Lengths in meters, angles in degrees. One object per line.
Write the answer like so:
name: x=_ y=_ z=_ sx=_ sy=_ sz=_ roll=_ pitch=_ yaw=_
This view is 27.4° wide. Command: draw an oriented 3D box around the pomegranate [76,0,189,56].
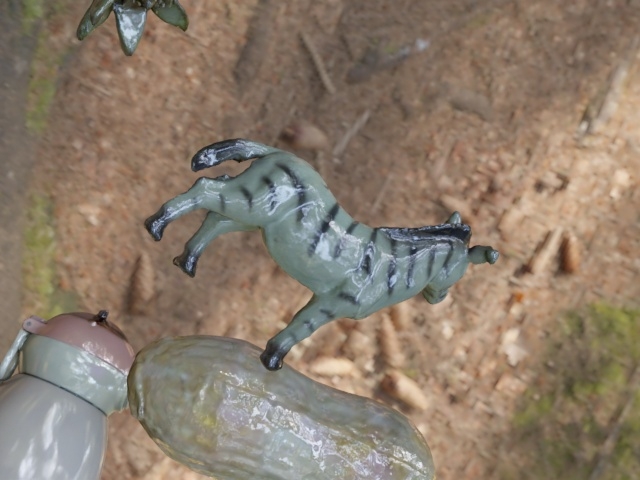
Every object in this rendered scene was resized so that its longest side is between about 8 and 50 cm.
pomegranate: x=-0.144 y=-0.246 z=1.004 sx=0.131 sy=0.191 sz=0.152 roll=-5 pitch=162 yaw=-4

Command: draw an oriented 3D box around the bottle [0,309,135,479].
bottle: x=-0.265 y=0.176 z=1.289 sx=0.147 sy=0.147 sz=0.237 roll=48 pitch=61 yaw=-48

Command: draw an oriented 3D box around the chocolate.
chocolate: x=-0.032 y=0.178 z=1.211 sx=0.309 sy=0.134 sz=0.134 roll=25 pitch=94 yaw=-9

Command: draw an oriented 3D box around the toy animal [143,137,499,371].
toy animal: x=0.002 y=0.002 z=0.906 sx=0.176 sy=0.073 sz=0.217 roll=-44 pitch=111 yaw=-2
